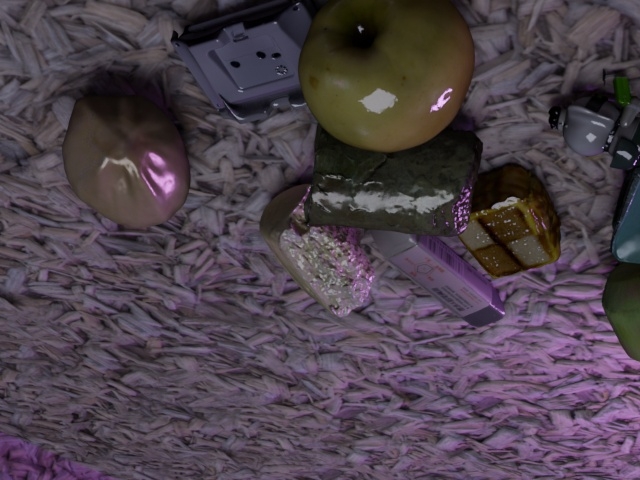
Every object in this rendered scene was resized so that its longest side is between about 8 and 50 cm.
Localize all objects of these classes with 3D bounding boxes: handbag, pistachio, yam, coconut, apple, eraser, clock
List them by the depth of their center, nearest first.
[{"bbox_3d":[0.097,-0.260,1.533,0.263,0.262,0.262,5,141,4],"label":"apple"},{"bbox_3d":[-0.098,-0.290,1.655,0.253,0.083,0.186,-12,136,23],"label":"clock"},{"bbox_3d":[0.122,-0.107,1.751,0.300,0.195,0.195,4,141,6],"label":"yam"},{"bbox_3d":[0.656,-0.065,1.789,0.274,0.100,0.268,4,137,3],"label":"handbag"},{"bbox_3d":[-0.337,-0.132,1.810,0.226,0.208,0.332,42,170,27],"label":"pistachio"},{"bbox_3d":[0.661,0.133,1.946,0.236,0.235,0.204,20,180,-14],"label":"coconut"},{"bbox_3d":[0.237,0.063,2.043,0.089,0.061,0.352,-28,129,35],"label":"eraser"}]

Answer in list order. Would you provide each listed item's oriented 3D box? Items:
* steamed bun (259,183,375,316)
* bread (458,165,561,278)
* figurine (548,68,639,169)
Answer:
[{"bbox_3d":[0.000,0.000,1.923,0.170,0.200,0.225,-41,128,-4],"label":"steamed bun"},{"bbox_3d":[0.343,-0.028,1.889,0.182,0.096,0.222,-15,136,30],"label":"bread"},{"bbox_3d":[0.462,-0.180,1.663,0.192,0.126,0.147,19,153,15],"label":"figurine"}]
